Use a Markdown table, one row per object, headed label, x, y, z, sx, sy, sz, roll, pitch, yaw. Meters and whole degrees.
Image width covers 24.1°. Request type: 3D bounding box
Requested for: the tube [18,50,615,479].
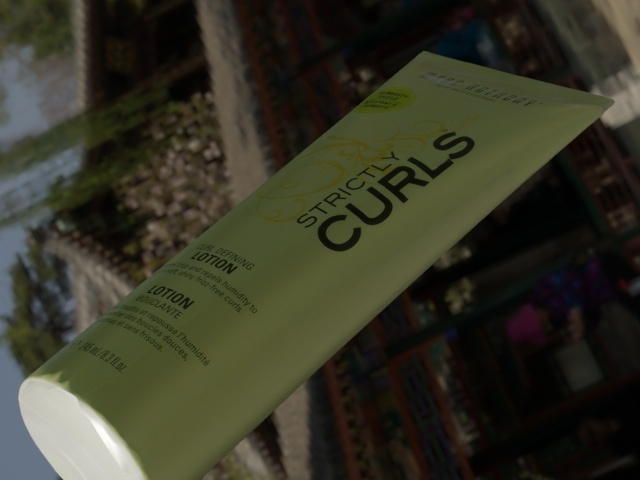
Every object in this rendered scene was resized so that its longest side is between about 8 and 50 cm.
| label | x | y | z | sx | sy | sz | roll | pitch | yaw |
| --- | --- | --- | --- | --- | --- | --- | --- | --- | --- |
| tube | 0.000 | 0.000 | 0.529 | 0.070 | 0.240 | 0.062 | 47 | 148 | 4 |
